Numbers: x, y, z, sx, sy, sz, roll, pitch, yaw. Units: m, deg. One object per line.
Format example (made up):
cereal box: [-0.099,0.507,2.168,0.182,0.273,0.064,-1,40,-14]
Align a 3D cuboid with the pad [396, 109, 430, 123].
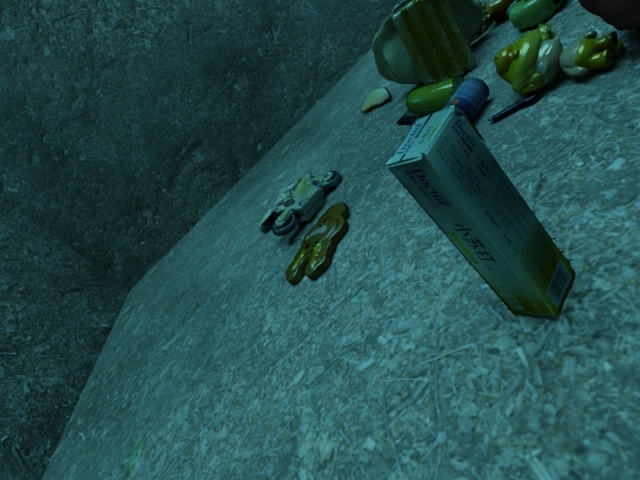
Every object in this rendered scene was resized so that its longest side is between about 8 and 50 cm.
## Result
pad: [0.359,-0.448,1.331,0.174,0.022,0.233,-45,23,0]

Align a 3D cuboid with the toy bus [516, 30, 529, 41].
toy bus: [0.583,-0.557,1.122,0.037,0.031,0.083,-44,22,23]

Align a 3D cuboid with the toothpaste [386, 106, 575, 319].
toothpaste: [0.215,-0.021,0.510,0.089,0.313,0.071,-55,25,-18]

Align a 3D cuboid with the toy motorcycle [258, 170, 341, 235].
toy motorcycle: [-0.086,-0.144,1.459,0.222,0.108,0.341,12,53,46]

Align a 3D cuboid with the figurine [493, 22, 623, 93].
figurine: [0.510,-0.402,0.893,0.246,0.131,0.157,25,103,51]

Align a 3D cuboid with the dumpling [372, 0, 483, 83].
dumpling: [0.362,-0.714,1.404,0.394,0.315,0.233,-16,68,24]

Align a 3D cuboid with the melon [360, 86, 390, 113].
melon: [0.252,-0.621,1.755,0.182,0.054,0.098,-7,50,56]

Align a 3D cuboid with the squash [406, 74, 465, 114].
squash: [0.333,-0.419,1.198,0.187,0.095,0.095,1,50,47]

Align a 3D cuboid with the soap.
soap: [0.362,-0.642,1.297,0.173,0.274,0.089,-28,25,19]

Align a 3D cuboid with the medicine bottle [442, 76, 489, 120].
medicine bottle: [0.362,-0.333,1.062,0.203,0.083,0.083,-53,24,-14]

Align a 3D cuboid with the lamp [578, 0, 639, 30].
lamp: [0.620,-0.511,0.729,0.305,0.240,0.306,-5,68,13]

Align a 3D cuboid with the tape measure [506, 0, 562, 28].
tape measure: [0.641,-0.704,1.194,0.177,0.087,0.154,-25,32,44]

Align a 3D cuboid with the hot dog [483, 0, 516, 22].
hot dog: [0.667,-0.819,1.354,0.249,0.076,0.102,-26,-6,37]

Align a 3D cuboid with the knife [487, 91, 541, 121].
knife: [0.457,-0.312,0.954,0.121,0.018,0.031,-28,27,39]

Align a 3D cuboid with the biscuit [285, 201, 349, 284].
biscuit: [-0.002,-0.002,1.187,0.185,0.044,0.295,-18,36,43]

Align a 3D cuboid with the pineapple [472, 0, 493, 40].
pineapple: [0.541,-0.833,1.502,0.161,0.137,0.176,-30,27,32]
